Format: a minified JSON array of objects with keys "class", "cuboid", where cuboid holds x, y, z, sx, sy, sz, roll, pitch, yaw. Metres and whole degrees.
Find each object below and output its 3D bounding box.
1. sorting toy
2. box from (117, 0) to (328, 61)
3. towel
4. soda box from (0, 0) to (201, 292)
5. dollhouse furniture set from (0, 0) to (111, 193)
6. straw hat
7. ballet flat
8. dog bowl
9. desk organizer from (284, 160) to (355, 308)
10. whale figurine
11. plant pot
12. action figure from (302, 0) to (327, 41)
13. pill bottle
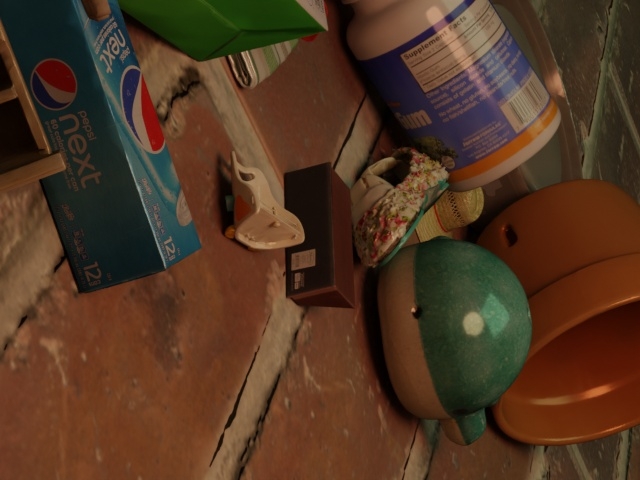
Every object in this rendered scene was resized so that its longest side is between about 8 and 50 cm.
[{"class":"sorting toy","cuboid":[-0.057,-0.036,1.463,0.083,0.045,0.075,34,38,-58]},{"class":"box","cuboid":[-0.095,-0.288,1.360,0.262,0.127,0.231,23,56,-74]},{"class":"towel","cuboid":[-0.064,-0.207,1.588,0.152,0.023,0.113,-55,129,-65]},{"class":"soda box","cuboid":[-0.156,-0.076,1.204,0.067,0.071,0.210,-36,109,-66]},{"class":"dollhouse furniture set","cuboid":[-0.212,-0.089,0.904,0.242,0.212,0.161,-140,-150,-81]},{"class":"straw hat","cuboid":[0.147,-0.046,1.928,0.144,0.061,0.144,47,35,-48]},{"class":"ballet flat","cuboid":[0.066,-0.037,1.729,0.077,0.091,0.241,42,21,0]},{"class":"dog bowl","cuboid":[0.214,-0.159,2.109,0.349,0.102,0.348,48,34,-49]},{"class":"desk organizer","cuboid":[0.000,0.000,1.564,0.050,0.047,0.130,48,34,-52]},{"class":"whale figurine","cuboid":[0.154,0.095,1.740,0.272,0.141,0.216,36,45,-64]},{"class":"plant pot","cuboid":[0.298,0.068,1.962,0.291,0.291,0.203,43,22,-53]},{"class":"action figure","cuboid":[-0.003,-0.321,1.580,0.280,0.092,0.139,-77,-179,-46]},{"class":"pill bottle","cuboid":[0.122,-0.199,1.824,0.272,0.152,0.152,54,27,-15]}]
